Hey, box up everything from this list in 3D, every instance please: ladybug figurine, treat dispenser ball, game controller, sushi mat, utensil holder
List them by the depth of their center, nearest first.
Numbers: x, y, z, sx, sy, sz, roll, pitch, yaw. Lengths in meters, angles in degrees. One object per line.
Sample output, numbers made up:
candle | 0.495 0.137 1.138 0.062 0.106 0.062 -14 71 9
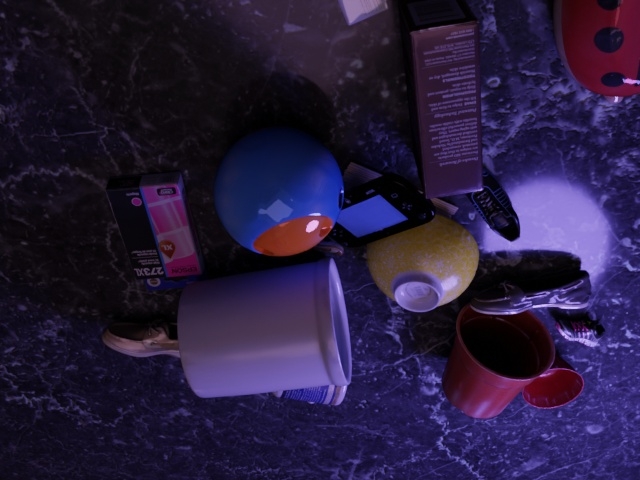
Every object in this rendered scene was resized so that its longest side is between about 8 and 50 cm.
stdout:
ladybug figurine | 0.623 -0.468 1.307 0.304 0.162 0.450 -8 128 4
treat dispenser ball | -0.092 -0.108 1.478 0.288 0.288 0.288 -1 128 -1
game controller | 0.115 -0.065 1.577 0.166 0.067 0.319 29 148 -31
sushi mat | 0.176 -0.083 1.677 0.316 0.019 0.151 21 123 -17
utensil holder | -0.134 0.228 1.720 0.385 0.328 0.328 -8 127 8

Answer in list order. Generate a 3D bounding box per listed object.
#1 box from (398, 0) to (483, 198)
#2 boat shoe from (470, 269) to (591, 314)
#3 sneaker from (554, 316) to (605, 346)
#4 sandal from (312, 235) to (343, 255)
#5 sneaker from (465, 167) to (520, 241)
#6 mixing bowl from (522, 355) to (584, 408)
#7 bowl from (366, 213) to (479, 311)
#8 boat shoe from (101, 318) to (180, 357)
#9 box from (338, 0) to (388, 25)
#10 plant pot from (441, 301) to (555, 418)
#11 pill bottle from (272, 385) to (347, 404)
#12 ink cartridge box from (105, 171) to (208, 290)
box | 0.256 -0.300 1.406 0.143 0.191 0.382 -7 128 4
boat shoe | 0.569 0.132 1.811 0.335 0.112 0.096 -3 110 -6
sneaker | 0.753 0.252 1.929 0.170 0.063 0.075 20 125 -22
sandal | 0.000 0.000 1.666 0.072 0.180 0.049 26 81 -35
sneaker | 0.420 -0.090 1.635 0.081 0.090 0.232 -36 121 23
mixing bowl | 0.690 0.414 2.026 0.181 0.098 0.182 -1 127 -2
bowl | 0.249 0.085 1.682 0.289 0.156 0.290 8 137 7
boat shoe | -0.451 0.262 1.868 0.302 0.109 0.098 12 121 -18
box | 0.073 -0.495 1.304 0.087 0.101 0.102 -20 124 13
plant pot | 0.476 0.348 1.884 0.272 0.272 0.265 6 135 -7
pill bottle | -0.062 0.387 1.944 0.264 0.153 0.153 10 126 -10
ink cartridge box | -0.404 0.000 1.695 0.175 0.069 0.371 -5 130 2
